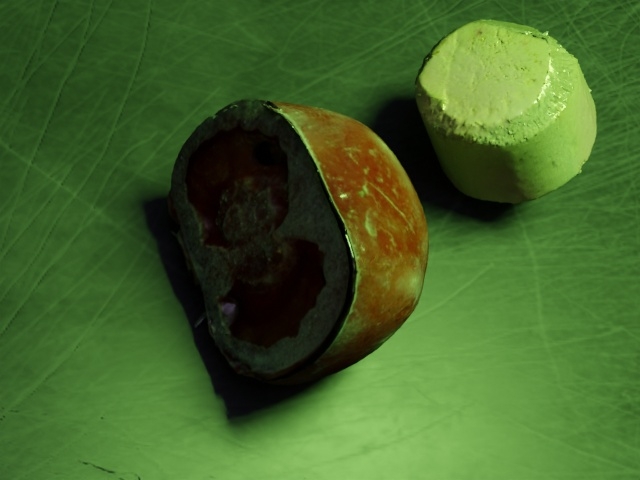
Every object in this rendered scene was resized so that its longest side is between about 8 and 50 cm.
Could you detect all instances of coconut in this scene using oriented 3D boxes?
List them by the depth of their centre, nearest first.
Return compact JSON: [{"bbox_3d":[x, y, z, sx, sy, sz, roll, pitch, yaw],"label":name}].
[{"bbox_3d":[0.164,-0.108,1.154,0.147,0.152,0.147,-11,58,18],"label":"coconut"}]

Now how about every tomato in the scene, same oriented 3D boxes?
[{"bbox_3d":[0.000,0.000,1.026,0.155,0.181,0.214,-1,69,-43],"label":"tomato"}]
